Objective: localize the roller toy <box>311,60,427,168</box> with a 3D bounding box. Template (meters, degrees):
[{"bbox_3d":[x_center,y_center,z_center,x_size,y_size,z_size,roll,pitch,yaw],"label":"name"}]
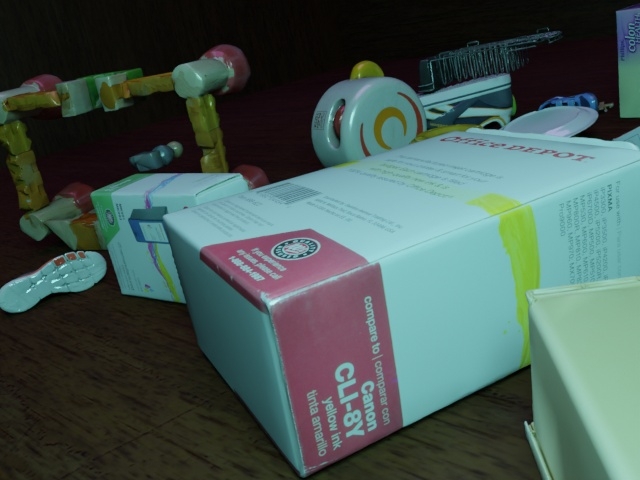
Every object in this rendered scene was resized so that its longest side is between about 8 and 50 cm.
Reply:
[{"bbox_3d":[0.085,-0.206,1.216,0.191,0.209,0.146,-42,29,-19],"label":"roller toy"}]

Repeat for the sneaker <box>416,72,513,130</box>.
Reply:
[{"bbox_3d":[0.243,-0.252,1.363,0.321,0.127,0.126,-11,17,8],"label":"sneaker"}]

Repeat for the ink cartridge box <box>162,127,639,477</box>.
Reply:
[{"bbox_3d":[0.080,0.019,0.640,0.384,0.160,0.279,-19,21,-22],"label":"ink cartridge box"}]

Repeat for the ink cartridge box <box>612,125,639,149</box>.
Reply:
[{"bbox_3d":[0.519,-0.122,0.666,0.271,0.130,0.309,-15,-7,-11],"label":"ink cartridge box"}]

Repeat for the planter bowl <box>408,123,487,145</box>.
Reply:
[{"bbox_3d":[0.191,-0.114,0.947,0.217,0.090,0.217,-10,19,3],"label":"planter bowl"}]

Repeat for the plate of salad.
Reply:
[{"bbox_3d":[0.431,-0.210,1.261,0.199,0.048,0.200,-19,22,8],"label":"plate of salad"}]

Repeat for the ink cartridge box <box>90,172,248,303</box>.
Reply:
[{"bbox_3d":[-0.187,-0.005,0.865,0.212,0.154,0.093,4,24,35],"label":"ink cartridge box"}]

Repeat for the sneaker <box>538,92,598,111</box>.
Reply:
[{"bbox_3d":[0.531,-0.284,1.405,0.059,0.053,0.144,-18,12,-21],"label":"sneaker"}]

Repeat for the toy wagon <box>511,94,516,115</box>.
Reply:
[{"bbox_3d":[0.316,-0.333,1.636,0.267,0.068,0.344,-11,19,-1],"label":"toy wagon"}]

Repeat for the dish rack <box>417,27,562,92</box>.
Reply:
[{"bbox_3d":[0.348,-0.372,1.333,0.271,0.074,0.208,-3,20,33],"label":"dish rack"}]

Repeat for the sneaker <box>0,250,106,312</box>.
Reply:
[{"bbox_3d":[-0.400,0.054,0.970,0.158,0.061,0.065,-21,15,-28],"label":"sneaker"}]

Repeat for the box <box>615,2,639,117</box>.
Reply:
[{"bbox_3d":[0.714,-0.354,1.252,0.117,0.214,0.243,-27,24,-38],"label":"box"}]

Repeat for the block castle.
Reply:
[{"bbox_3d":[-0.328,-0.164,1.171,0.453,0.303,0.213,-4,20,18],"label":"block castle"}]

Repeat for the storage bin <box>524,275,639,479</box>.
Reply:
[{"bbox_3d":[0.260,0.116,0.331,0.260,0.123,0.262,-8,19,8],"label":"storage bin"}]

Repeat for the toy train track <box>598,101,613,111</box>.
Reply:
[{"bbox_3d":[0.597,-0.286,1.431,0.083,0.014,0.048,-7,26,30],"label":"toy train track"}]
